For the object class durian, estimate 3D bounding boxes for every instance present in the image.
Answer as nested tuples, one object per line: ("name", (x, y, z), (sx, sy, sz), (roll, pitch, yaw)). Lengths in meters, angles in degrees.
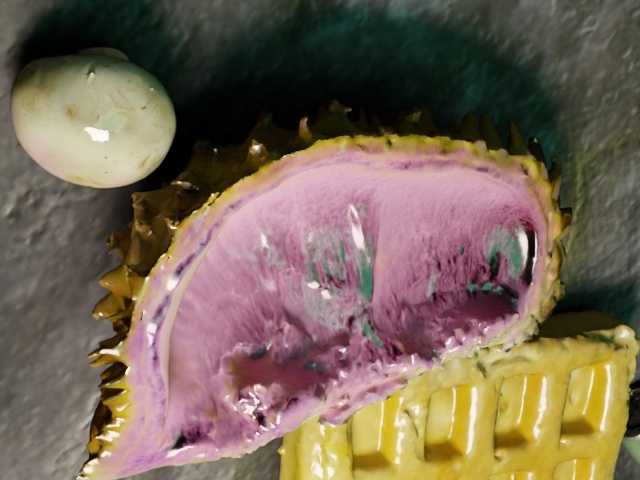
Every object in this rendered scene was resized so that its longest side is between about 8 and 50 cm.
("durian", (0.001, 0.000, 0.902), (0.341, 0.112, 0.191), (-18, 119, -28))

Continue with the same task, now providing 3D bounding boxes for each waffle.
("waffle", (0.085, 0.162, 1.061), (0.248, 0.055, 0.221), (-5, 112, -29))

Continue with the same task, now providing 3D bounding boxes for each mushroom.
("mushroom", (-0.114, -0.065, 0.815), (0.083, 0.067, 0.083), (5, 158, 2))

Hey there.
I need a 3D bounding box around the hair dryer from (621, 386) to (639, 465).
("hair dryer", (0.275, 0.102, 1.160), (0.150, 0.047, 0.071), (-46, 130, -3))
